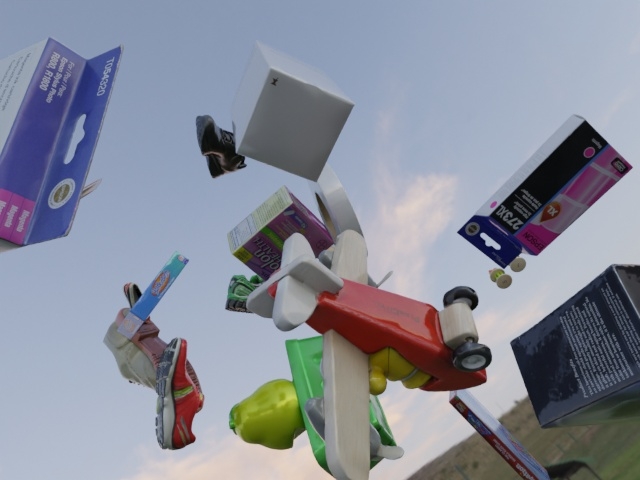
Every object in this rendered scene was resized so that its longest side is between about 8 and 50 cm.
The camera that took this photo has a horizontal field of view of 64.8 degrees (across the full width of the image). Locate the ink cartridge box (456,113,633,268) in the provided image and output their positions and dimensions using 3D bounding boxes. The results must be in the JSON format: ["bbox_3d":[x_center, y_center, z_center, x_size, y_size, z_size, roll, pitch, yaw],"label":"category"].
[{"bbox_3d":[0.515,-0.093,1.181,0.175,0.069,0.371,35,-67,-17],"label":"ink cartridge box"}]

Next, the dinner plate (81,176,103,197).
[{"bbox_3d":[-0.559,-0.102,1.161,0.141,0.141,0.017,-34,-71,-9],"label":"dinner plate"}]

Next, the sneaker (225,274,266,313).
[{"bbox_3d":[-0.192,0.204,1.873,0.134,0.147,0.343,-9,-19,41],"label":"sneaker"}]

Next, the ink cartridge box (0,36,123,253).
[{"bbox_3d":[-0.448,-0.128,0.699,0.329,0.324,0.071,-13,-31,23],"label":"ink cartridge box"}]

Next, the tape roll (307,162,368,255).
[{"bbox_3d":[0.053,-0.097,1.792,0.071,0.392,0.392,-25,-37,-5],"label":"tape roll"}]

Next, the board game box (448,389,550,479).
[{"bbox_3d":[0.396,0.437,1.120,0.027,0.281,0.145,-47,-12,11],"label":"board game box"}]

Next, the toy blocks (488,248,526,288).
[{"bbox_3d":[0.603,0.080,1.675,0.054,0.148,0.123,32,-75,-13],"label":"toy blocks"}]

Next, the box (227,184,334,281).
[{"bbox_3d":[-0.123,-0.005,1.556,0.243,0.117,0.213,-39,-54,9],"label":"box"}]

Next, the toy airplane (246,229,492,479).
[{"bbox_3d":[0.054,0.162,0.848,0.386,0.384,0.272,-20,-31,-43],"label":"toy airplane"}]

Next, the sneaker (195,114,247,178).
[{"bbox_3d":[-0.281,-0.278,1.454,0.130,0.109,0.286,-11,-15,-4],"label":"sneaker"}]

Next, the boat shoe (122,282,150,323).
[{"bbox_3d":[-0.530,0.184,1.474,0.049,0.043,0.137,-42,-63,-52],"label":"boat shoe"}]

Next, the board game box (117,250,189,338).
[{"bbox_3d":[-0.442,0.144,1.336,0.160,0.047,0.210,-41,16,48],"label":"board game box"}]

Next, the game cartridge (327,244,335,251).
[{"bbox_3d":[0.000,0.000,2.177,0.053,0.324,0.285,-49,-46,12],"label":"game cartridge"}]

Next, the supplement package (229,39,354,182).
[{"bbox_3d":[-0.075,-0.276,1.051,0.177,0.293,0.175,18,-66,-21],"label":"supplement package"}]

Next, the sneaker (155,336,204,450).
[{"bbox_3d":[-0.358,0.390,1.305,0.118,0.107,0.279,6,-100,-32],"label":"sneaker"}]

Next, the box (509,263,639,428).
[{"bbox_3d":[0.555,0.193,0.872,0.296,0.183,0.294,2,-35,-16],"label":"box"}]

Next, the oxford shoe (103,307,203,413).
[{"bbox_3d":[-0.501,0.385,1.511,0.146,0.397,0.140,-50,-22,10],"label":"oxford shoe"}]

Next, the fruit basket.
[{"bbox_3d":[-0.035,0.454,1.330,0.392,0.392,0.283,-37,-47,-6],"label":"fruit basket"}]
